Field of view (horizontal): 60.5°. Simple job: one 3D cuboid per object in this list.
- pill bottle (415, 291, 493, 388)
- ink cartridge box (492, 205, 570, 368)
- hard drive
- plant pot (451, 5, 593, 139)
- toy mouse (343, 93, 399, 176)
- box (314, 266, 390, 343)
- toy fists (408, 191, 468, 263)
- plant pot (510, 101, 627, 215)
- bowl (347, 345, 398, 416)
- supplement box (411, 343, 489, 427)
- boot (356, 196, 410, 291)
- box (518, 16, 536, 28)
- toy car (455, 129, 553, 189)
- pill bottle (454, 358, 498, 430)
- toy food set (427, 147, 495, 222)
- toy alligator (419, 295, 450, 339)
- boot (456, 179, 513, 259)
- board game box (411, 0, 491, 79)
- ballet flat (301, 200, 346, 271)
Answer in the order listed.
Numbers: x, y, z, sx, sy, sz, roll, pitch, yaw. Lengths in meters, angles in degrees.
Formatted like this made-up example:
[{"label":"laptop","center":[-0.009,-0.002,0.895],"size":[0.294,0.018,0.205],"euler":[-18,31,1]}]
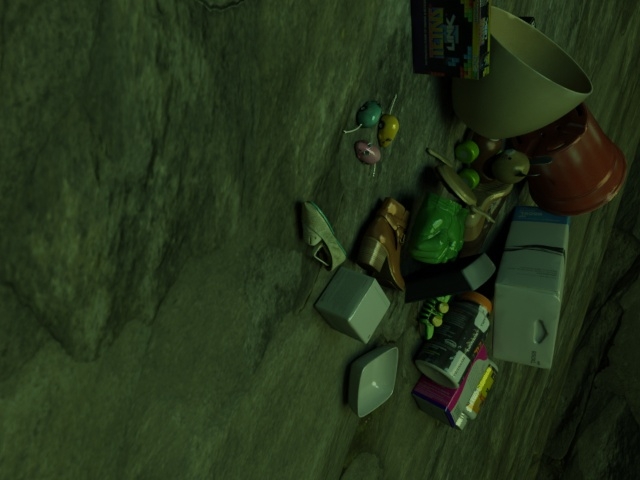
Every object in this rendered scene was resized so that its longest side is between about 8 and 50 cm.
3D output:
[{"label":"pill bottle","center":[0.362,0.253,1.444],"size":[0.246,0.130,0.130],"euler":[-54,139,-20]},{"label":"ink cartridge box","center":[0.612,0.122,1.583],"size":[0.395,0.166,0.286],"euler":[-54,143,-47]},{"label":"hard drive","center":[0.296,0.081,1.248],"size":[0.254,0.171,0.054],"euler":[-17,91,-61]},{"label":"plant pot","center":[0.387,-0.327,1.155],"size":[0.284,0.284,0.191],"euler":[-19,154,-45]},{"label":"toy mouse","center":[0.097,-0.197,1.012],"size":[0.143,0.031,0.161],"euler":[-5,109,-49]},{"label":"box","center":[0.064,0.125,1.062],"size":[0.102,0.087,0.101],"euler":[-55,140,-19]},{"label":"toy fists","center":[0.266,-0.016,1.208],"size":[0.142,0.096,0.279],"euler":[-69,160,7]},{"label":"plant pot","center":[0.671,-0.249,1.520],"size":[0.265,0.272,0.273],"euler":[36,77,-43]},{"label":"bowl","center":[0.110,0.307,1.225],"size":[0.142,0.053,0.142],"euler":[-19,119,-46]},{"label":"supplement box","center":[0.363,0.378,1.514],"size":[0.220,0.113,0.111],"euler":[-50,137,-22]},{"label":"boot","center":[0.152,0.014,1.140],"size":[0.197,0.072,0.152],"euler":[46,62,-55]},{"label":"box","center":[0.501,-0.430,1.393],"size":[0.184,0.045,0.191],"euler":[-58,140,-19]},{"label":"toy car","center":[0.442,-0.194,1.304],"size":[0.155,0.188,0.149],"euler":[-40,133,-33]},{"label":"pill bottle","center":[0.427,0.441,1.613],"size":[0.215,0.117,0.117],"euler":[-56,140,-17]},{"label":"toy food set","center":[0.294,-0.112,1.200],"size":[0.038,0.192,0.132],"euler":[-43,147,24]},{"label":"toy alligator","center":[0.294,0.157,1.389],"size":[0.051,0.056,0.190],"euler":[30,79,-11]},{"label":"boot","center":[0.417,-0.049,1.444],"size":[0.248,0.090,0.207],"euler":[-42,146,-34]},{"label":"board game box","center":[0.240,-0.392,1.012],"size":[0.048,0.141,0.170],"euler":[-37,131,-37]},{"label":"ballet flat","center":[0.000,0.000,0.961],"size":[0.052,0.057,0.168],"euler":[-47,137,-13]}]
